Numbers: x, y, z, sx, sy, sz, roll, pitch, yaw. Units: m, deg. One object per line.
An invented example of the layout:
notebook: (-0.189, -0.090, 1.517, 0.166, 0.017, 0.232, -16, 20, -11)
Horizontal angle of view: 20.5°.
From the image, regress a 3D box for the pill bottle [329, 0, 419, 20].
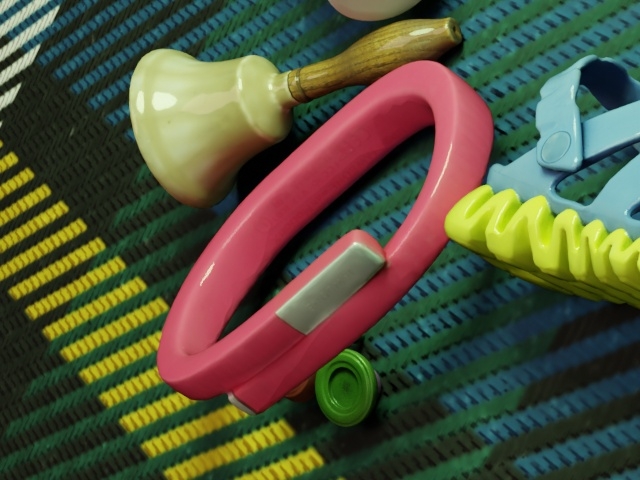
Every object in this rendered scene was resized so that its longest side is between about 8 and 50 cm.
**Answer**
pill bottle: (0.015, -0.255, 1.278, 0.117, 0.117, 0.215, -46, 41, 26)

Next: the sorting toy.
sorting toy: (0.011, 0.086, 1.192, 0.102, 0.042, 0.061, 19, 103, 41)

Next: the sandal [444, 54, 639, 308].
sandal: (0.196, -0.026, 0.951, 0.317, 0.126, 0.138, 18, 83, 51)

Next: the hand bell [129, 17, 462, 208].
hand bell: (-0.006, -0.116, 1.274, 0.242, 0.126, 0.126, -18, 59, 32)

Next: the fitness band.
fitness band: (0.000, 0.000, 1.180, 0.291, 0.054, 0.209, -39, 23, 30)
